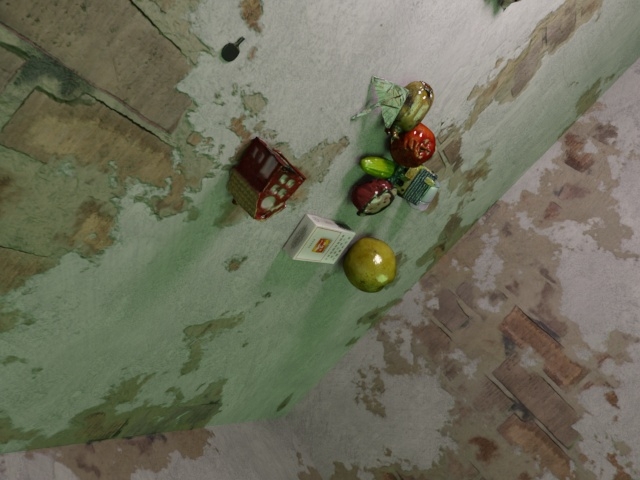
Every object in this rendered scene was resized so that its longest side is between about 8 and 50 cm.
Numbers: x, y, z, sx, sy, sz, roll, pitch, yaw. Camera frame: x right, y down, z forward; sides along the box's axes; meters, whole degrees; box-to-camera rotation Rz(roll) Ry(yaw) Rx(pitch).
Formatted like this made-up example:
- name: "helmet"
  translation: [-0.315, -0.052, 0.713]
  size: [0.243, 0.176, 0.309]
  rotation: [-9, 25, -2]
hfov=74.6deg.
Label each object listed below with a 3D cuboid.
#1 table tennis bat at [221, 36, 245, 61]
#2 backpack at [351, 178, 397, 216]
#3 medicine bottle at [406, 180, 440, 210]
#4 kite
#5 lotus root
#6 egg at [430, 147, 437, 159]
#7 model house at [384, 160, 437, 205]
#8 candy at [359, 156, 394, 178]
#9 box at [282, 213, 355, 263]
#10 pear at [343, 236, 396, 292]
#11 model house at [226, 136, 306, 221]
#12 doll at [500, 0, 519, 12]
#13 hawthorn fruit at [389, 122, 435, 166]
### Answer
- name: "table tennis bat"
  translation: [-0.247, -0.547, 1.197]
  size: [0.083, 0.007, 0.050]
  rotation: [-46, 148, 8]
- name: "backpack"
  translation: [0.259, -0.206, 2.022]
  size: [0.229, 0.138, 0.229]
  rotation: [-24, 158, -10]
- name: "medicine bottle"
  translation: [0.561, -0.260, 2.306]
  size: [0.135, 0.135, 0.168]
  rotation: [-11, 136, -40]
- name: "kite"
  translation: [0.234, -0.542, 1.661]
  size: [0.250, 0.012, 0.229]
  rotation: [-25, 124, 5]
- name: "lotus root"
  translation: [0.359, -0.534, 1.755]
  size: [0.154, 0.154, 0.278]
  rotation: [6, 124, -51]
- name: "egg"
  translation: [0.500, -0.439, 2.043]
  size: [0.152, 0.114, 0.114]
  rotation: [-8, 134, -40]
- name: "model house"
  translation: [0.449, -0.289, 2.080]
  size: [0.170, 0.211, 0.193]
  rotation: [0, 130, -51]
- name: "candy"
  translation: [0.250, -0.337, 1.910]
  size: [0.210, 0.096, 0.096]
  rotation: [0, 129, -46]
- name: "box"
  translation: [0.001, 0.000, 2.039]
  size: [0.330, 0.095, 0.210]
  rotation: [9, 121, -53]
- name: "pear"
  translation: [0.279, 0.145, 2.339]
  size: [0.304, 0.304, 0.303]
  rotation: [-28, 146, -22]
- name: "model house"
  translation: [-0.207, -0.196, 1.483]
  size: [0.254, 0.196, 0.160]
  rotation: [-51, 149, 15]
- name: "doll"
  translation: [0.770, -1.021, 1.667]
  size: [0.149, 0.095, 0.192]
  rotation: [-45, 151, 16]
- name: "hawthorn fruit"
  translation: [0.423, -0.420, 1.857]
  size: [0.208, 0.243, 0.207]
  rotation: [-5, 109, -15]
